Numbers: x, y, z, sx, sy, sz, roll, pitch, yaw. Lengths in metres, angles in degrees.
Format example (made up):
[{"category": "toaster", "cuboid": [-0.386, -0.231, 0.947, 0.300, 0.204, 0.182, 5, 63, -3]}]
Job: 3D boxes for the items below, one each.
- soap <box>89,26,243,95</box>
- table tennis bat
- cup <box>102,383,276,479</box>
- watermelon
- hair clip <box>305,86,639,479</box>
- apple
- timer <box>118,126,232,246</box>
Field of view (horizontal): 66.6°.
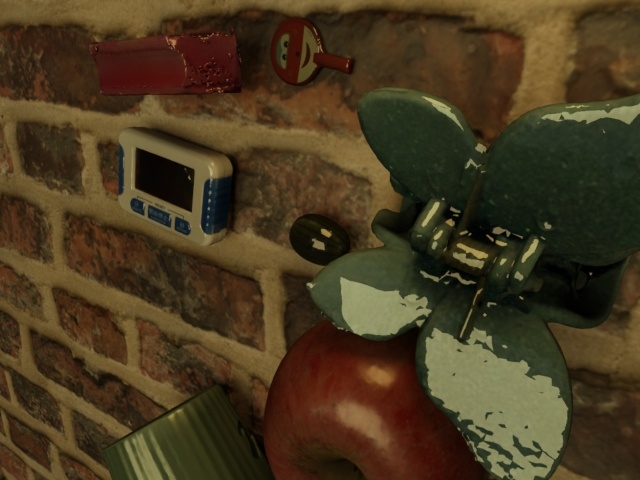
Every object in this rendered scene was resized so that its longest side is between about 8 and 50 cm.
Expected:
[{"category": "soap", "cuboid": [-0.234, -0.288, 0.789, 0.250, 0.162, 0.099, 10, 112, 32]}, {"category": "table tennis bat", "cuboid": [-0.016, -0.280, 0.739, 0.155, 0.019, 0.098, 25, 119, 28]}, {"category": "cup", "cuboid": [-0.264, 0.554, 1.023, 0.401, 0.310, 0.392, -35, 80, 35]}, {"category": "watermelon", "cuboid": [0.000, 0.000, 0.788, 0.111, 0.078, 0.078, 25, 118, 24]}, {"category": "hair clip", "cuboid": [0.190, -0.003, 0.554, 0.318, 0.238, 0.392, 25, 116, 26]}, {"category": "apple", "cuboid": [0.082, 0.259, 0.702, 0.345, 0.269, 0.344, 12, 116, 27]}, {"category": "timer", "cuboid": [-0.279, -0.108, 0.936, 0.253, 0.078, 0.178, 23, 116, 24]}]
